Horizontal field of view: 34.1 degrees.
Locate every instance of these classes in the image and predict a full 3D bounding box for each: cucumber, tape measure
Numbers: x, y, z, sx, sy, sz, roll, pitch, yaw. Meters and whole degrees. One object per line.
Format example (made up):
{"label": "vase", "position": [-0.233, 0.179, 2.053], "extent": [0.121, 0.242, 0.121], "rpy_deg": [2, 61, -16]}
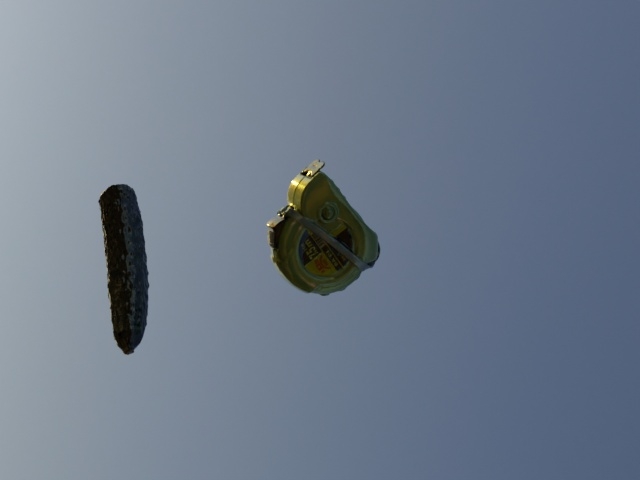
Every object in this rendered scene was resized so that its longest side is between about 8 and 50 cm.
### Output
{"label": "cucumber", "position": [-0.290, 0.046, 1.560], "extent": [0.067, 0.067, 0.294], "rpy_deg": [-53, -140, 44]}
{"label": "tape measure", "position": [0.000, 0.000, 1.494], "extent": [0.177, 0.154, 0.087], "rpy_deg": [48, -8, -21]}
